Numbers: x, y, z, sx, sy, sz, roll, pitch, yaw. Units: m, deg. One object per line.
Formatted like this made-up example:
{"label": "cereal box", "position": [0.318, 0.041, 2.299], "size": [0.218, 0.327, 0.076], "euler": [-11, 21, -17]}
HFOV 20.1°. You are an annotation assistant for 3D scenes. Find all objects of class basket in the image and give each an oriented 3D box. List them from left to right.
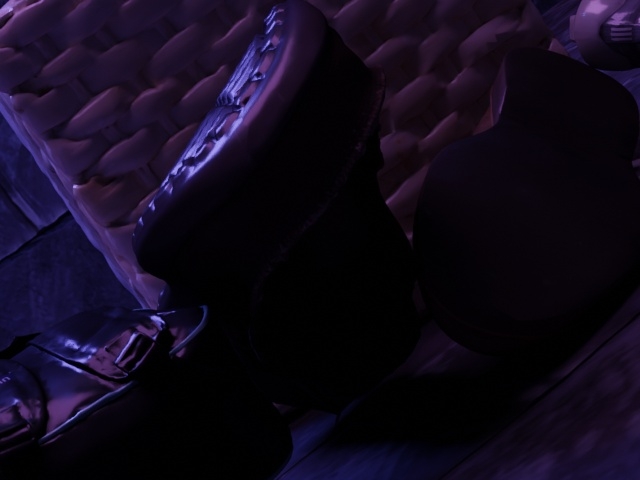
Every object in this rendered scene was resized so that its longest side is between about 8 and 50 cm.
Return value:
{"label": "basket", "position": [-0.018, -0.094, 1.210], "size": [0.331, 0.328, 0.266], "euler": [-35, 8, -6]}

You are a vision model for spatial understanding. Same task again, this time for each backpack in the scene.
{"label": "backpack", "position": [-0.106, 0.109, 0.823], "size": [0.166, 0.144, 0.188], "euler": [-36, 18, -16]}

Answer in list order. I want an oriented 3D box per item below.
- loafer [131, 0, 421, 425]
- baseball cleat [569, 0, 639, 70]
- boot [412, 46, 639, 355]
{"label": "loafer", "position": [0.000, 0.000, 0.871], "size": [0.134, 0.130, 0.366], "euler": [-59, -5, -13]}
{"label": "baseball cleat", "position": [0.237, -0.131, 1.081], "size": [0.109, 0.072, 0.206], "euler": [10, 23, 39]}
{"label": "boot", "position": [0.101, 0.003, 0.923], "size": [0.305, 0.112, 0.115], "euler": [-57, -9, -65]}
